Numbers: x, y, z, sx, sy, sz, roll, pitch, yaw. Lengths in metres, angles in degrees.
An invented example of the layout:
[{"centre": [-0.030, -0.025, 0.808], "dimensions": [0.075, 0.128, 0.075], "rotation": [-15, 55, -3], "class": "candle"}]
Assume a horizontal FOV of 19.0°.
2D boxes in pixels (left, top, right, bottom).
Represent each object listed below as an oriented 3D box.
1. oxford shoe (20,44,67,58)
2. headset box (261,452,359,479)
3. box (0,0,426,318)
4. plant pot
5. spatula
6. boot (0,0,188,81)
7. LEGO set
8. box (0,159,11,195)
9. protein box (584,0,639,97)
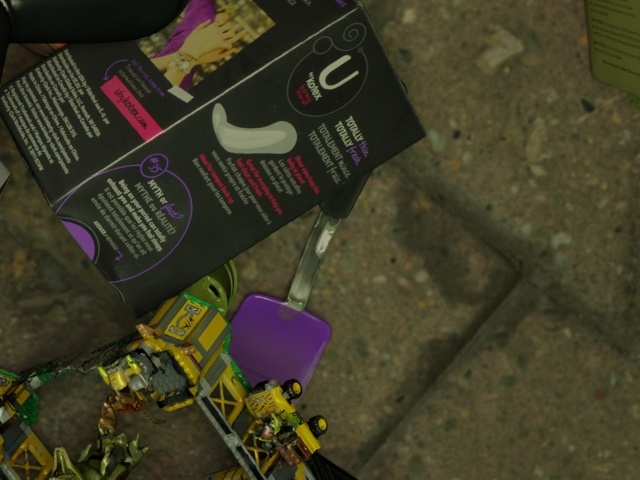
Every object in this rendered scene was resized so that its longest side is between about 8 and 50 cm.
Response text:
[{"centre": [-0.315, -0.263, 1.445], "dimensions": [0.132, 0.130, 0.364], "rotation": [-30, 114, 31], "class": "oxford shoe"}, {"centre": [0.016, 0.347, 1.601], "dimensions": [0.283, 0.131, 0.246], "rotation": [36, 95, -15], "class": "headset box"}, {"centre": [-0.084, -0.096, 1.454], "dimensions": [0.270, 0.143, 0.165], "rotation": [-32, 140, -1], "class": "box"}, {"centre": [-0.105, 0.043, 1.544], "dimensions": [0.083, 0.079, 0.083], "rotation": [-2, 103, -8], "class": "plant pot"}, {"centre": [0.000, 0.000, 1.575], "dimensions": [0.084, 0.030, 0.296], "rotation": [23, 98, -10], "class": "spatula"}, {"centre": [-0.218, -0.133, 1.311], "dimensions": [0.246, 0.207, 0.094], "rotation": [5, 132, -3], "class": "boot"}, {"centre": [-0.172, 0.204, 1.445], "dimensions": [0.331, 0.192, 0.255], "rotation": [-13, 116, 33], "class": "LEGO set"}, {"centre": [-0.409, -0.056, 1.426], "dimensions": [0.262, 0.127, 0.231], "rotation": [-30, 105, 15], "class": "box"}, {"centre": [0.294, -0.222, 1.484], "dimensions": [0.136, 0.200, 0.201], "rotation": [-9, 103, -7], "class": "protein box"}]
